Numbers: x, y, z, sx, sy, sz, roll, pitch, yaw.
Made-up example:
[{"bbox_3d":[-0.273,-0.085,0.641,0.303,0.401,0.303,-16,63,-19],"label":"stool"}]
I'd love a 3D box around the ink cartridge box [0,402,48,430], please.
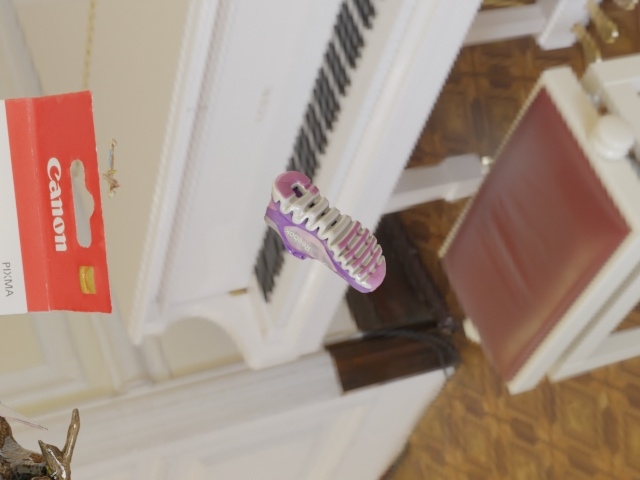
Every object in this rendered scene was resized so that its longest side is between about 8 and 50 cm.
[{"bbox_3d":[-0.546,0.194,1.547,0.296,0.066,0.261,21,168,26],"label":"ink cartridge box"}]

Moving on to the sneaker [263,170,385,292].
[{"bbox_3d":[0.000,0.000,1.882,0.236,0.095,0.104,44,131,5],"label":"sneaker"}]

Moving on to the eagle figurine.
[{"bbox_3d":[-0.524,0.376,1.978,0.298,0.226,0.225,11,153,34],"label":"eagle figurine"}]

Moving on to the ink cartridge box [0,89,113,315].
[{"bbox_3d":[-0.268,-0.025,0.961,0.225,0.056,0.181,0,98,42],"label":"ink cartridge box"}]

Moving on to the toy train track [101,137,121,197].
[{"bbox_3d":[-0.280,-0.099,1.597,0.048,0.014,0.083,41,-135,-69],"label":"toy train track"}]
